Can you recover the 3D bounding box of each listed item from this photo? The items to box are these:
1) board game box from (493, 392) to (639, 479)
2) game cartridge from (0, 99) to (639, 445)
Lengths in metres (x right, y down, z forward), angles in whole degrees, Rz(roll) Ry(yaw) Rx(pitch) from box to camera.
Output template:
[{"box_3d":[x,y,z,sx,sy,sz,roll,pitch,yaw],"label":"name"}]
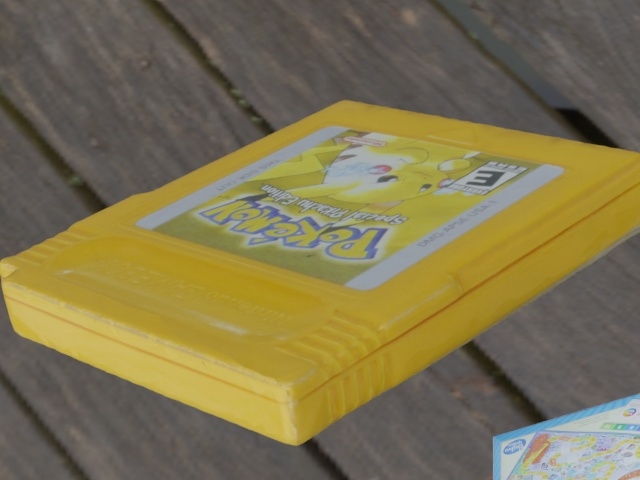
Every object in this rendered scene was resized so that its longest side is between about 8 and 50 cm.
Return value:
[{"box_3d":[0.149,0.121,0.723,0.154,0.026,0.103,-22,46,33],"label":"board game box"},{"box_3d":[0.000,0.000,0.970,0.285,0.323,0.053,15,121,43],"label":"game cartridge"}]
